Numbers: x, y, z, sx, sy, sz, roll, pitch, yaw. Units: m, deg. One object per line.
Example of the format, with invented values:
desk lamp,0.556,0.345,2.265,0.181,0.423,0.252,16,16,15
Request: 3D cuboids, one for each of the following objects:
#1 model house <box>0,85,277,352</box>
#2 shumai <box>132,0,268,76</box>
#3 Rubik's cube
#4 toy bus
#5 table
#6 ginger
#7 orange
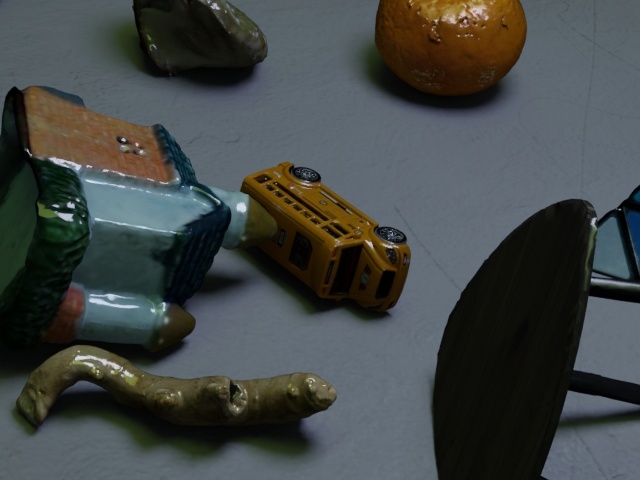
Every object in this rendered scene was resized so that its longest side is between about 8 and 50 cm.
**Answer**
model house,-0.183,-0.006,1.431,0.291,0.184,0.253,8,31,-21
shumai,-0.165,-0.265,1.805,0.201,0.120,0.201,41,4,-4
Rubik's cube,0.375,-0.035,1.580,0.234,0.250,0.284,-15,44,0
toy bus,0.000,0.000,1.504,0.088,0.083,0.194,-16,42,-44
table,0.264,0.138,1.286,0.249,0.317,0.317,16,35,-13
ginger,-0.130,0.138,1.311,0.288,0.075,0.089,4,-4,-3
orange,0.164,-0.267,1.841,0.193,0.161,0.193,2,43,-2
